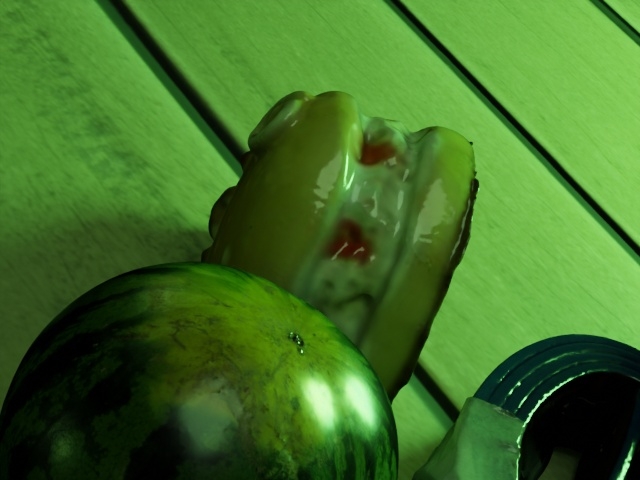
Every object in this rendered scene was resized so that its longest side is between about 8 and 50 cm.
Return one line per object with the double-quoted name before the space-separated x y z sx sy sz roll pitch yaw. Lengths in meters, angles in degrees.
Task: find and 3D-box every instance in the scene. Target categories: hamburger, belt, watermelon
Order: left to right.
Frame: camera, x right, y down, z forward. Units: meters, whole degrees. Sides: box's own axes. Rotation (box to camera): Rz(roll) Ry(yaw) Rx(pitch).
"watermelon" -0.082 0.143 0.800 0.269 0.269 0.269 18 38 -15
"hamburger" 0.000 0.000 1.030 0.186 0.261 0.302 22 18 -3
"belt" 0.196 0.207 1.014 0.212 0.117 0.347 36 38 11
